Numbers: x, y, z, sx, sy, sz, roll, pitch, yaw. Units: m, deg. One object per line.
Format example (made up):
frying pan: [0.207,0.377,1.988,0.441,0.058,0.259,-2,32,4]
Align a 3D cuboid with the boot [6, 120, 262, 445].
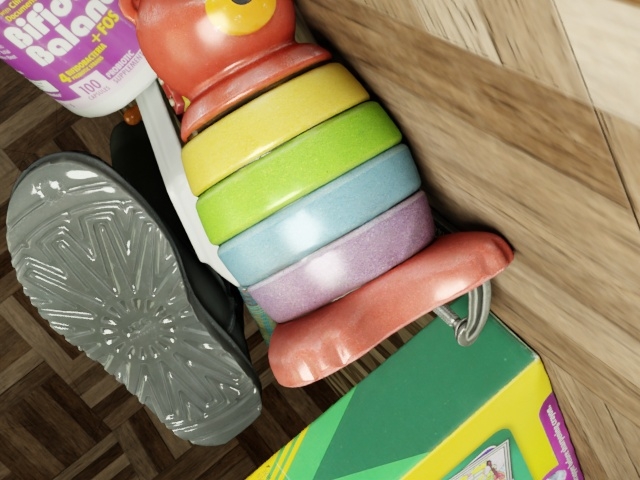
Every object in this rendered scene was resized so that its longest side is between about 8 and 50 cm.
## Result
boot: [-0.200,-0.034,1.194,0.445,0.146,0.367,-100,-15,-57]

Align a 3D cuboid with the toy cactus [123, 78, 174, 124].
toy cactus: [-0.186,-0.205,1.196,0.219,0.112,0.180,62,164,-20]

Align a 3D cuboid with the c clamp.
c clamp: [0.087,0.029,0.837,0.161,0.022,0.137,39,140,51]

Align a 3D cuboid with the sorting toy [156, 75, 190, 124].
sorting toy: [-0.106,-0.134,0.965,0.132,0.046,0.274,63,162,10]

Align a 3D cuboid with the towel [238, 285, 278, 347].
towel: [-0.078,-0.016,1.243,0.370,0.040,0.271,80,178,-72]

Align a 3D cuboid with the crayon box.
crayon box: [0.086,0.265,0.959,0.106,0.313,0.363,45,169,41]

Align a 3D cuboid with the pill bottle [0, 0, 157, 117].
pill bottle: [-0.285,-0.263,0.993,0.301,0.169,0.169,39,-177,-41]

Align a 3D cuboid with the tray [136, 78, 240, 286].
tray: [-0.145,-0.077,1.059,0.270,0.030,0.145,-117,5,-50]

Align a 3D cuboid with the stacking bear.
stacking bear: [-0.026,-0.068,0.722,0.289,0.175,0.164,61,164,-2]
